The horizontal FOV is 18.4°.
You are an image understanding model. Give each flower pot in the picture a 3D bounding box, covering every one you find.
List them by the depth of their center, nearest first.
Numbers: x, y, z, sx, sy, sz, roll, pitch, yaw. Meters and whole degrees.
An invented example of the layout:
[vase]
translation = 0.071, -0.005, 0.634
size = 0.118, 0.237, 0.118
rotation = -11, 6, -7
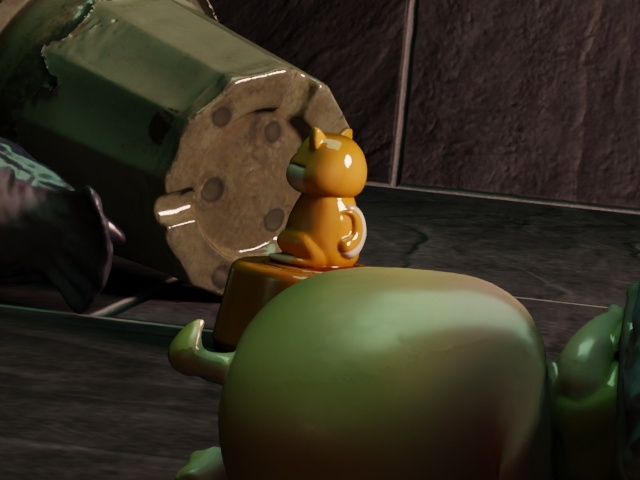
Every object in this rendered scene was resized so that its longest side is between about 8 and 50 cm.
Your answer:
[flower pot]
translation = -0.124, -0.086, 1.591
size = 0.290, 0.290, 0.259
rotation = 1, 17, -41

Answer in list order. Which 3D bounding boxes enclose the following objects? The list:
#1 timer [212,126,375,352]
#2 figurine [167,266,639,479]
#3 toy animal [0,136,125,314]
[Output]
[timer]
translation = 0.000, 0.000, 1.311
size = 0.132, 0.152, 0.132
rotation = 5, 5, -1
[figurine]
translation = 0.131, 0.075, 0.732
size = 0.394, 0.227, 0.274
rotation = 0, 33, 9
[toy animal]
translation = -0.276, -0.024, 1.446
size = 0.298, 0.122, 0.185
rotation = 8, 6, 14
